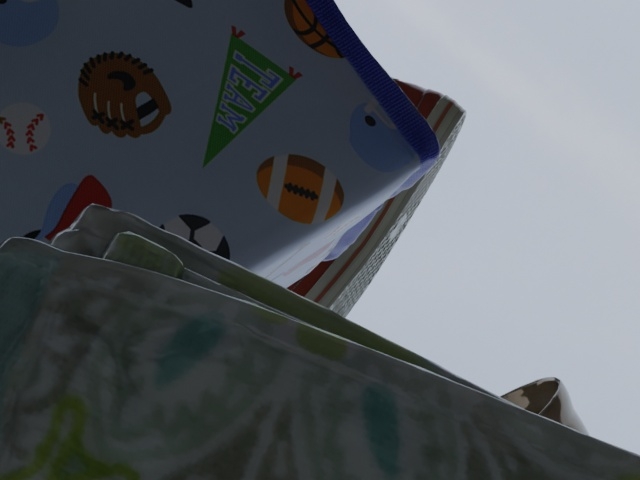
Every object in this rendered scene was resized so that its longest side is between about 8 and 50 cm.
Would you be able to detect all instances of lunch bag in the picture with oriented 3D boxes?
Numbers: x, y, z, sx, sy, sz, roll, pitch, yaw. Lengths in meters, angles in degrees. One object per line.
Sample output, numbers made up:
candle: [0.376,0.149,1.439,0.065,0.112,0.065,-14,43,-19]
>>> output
lunch bag: [-0.185,-0.100,1.133,0.328,0.239,0.385,-32,-96,-30]

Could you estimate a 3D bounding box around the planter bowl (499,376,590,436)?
planter bowl: [0.087,0.160,0.984,0.162,0.162,0.109,-36,-88,-37]

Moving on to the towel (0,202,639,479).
towel: [-0.015,0.197,0.570,0.321,0.090,0.374,24,-120,-4]

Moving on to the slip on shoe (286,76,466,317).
slip on shoe: [0.000,0.000,1.624,0.101,0.123,0.331,31,-102,8]
